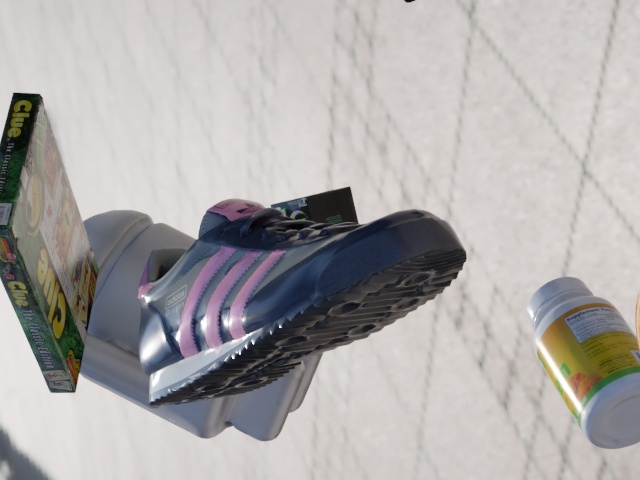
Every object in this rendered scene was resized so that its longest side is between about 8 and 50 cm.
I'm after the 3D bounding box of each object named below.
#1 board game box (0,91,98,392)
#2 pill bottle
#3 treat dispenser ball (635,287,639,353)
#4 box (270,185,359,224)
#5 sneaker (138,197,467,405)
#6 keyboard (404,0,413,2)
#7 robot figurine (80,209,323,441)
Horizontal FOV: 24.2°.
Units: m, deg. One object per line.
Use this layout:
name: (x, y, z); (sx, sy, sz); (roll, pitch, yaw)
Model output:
board game box: (-0.232, 0.009, 1.259); (0.259, 0.030, 0.136); (84, -168, -56)
pill bottle: (0.386, 0.166, 2.125); (0.245, 0.136, 0.136); (-116, 20, -47)
treat dispenser ball: (0.507, 0.094, 1.714); (0.288, 0.288, 0.288); (168, 90, -75)
box: (0.000, 0.000, 1.331); (0.062, 0.052, 0.083); (-10, 94, 56)
sneaker: (-0.034, 0.018, 1.027); (0.319, 0.112, 0.131); (-28, 69, 44)
keyboard: (0.188, -0.413, 2.156); (0.100, 0.192, 0.038); (41, -148, -55)
robot figurine: (-0.176, 0.093, 1.705); (0.199, 0.353, 0.300); (-67, -10, 24)
